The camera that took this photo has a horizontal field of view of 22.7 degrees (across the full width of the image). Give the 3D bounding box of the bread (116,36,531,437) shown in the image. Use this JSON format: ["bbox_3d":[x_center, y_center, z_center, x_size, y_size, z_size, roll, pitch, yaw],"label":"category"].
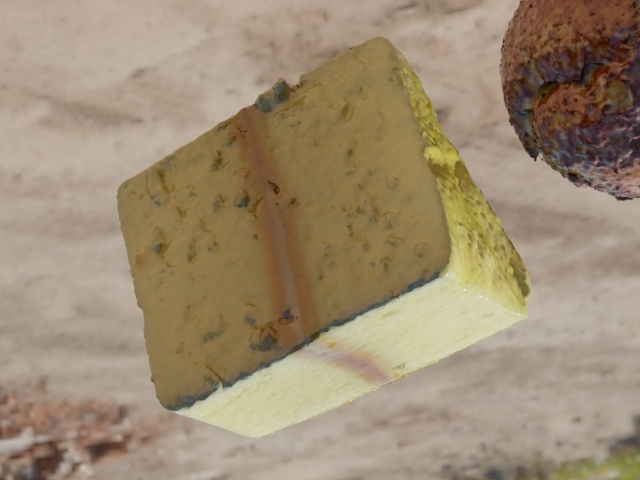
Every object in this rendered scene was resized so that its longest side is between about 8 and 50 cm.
[{"bbox_3d":[0.000,0.000,1.248,0.263,0.236,0.198,-28,153,15],"label":"bread"}]

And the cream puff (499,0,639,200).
[{"bbox_3d":[0.263,-0.147,1.448,0.164,0.240,0.240,-42,-178,-36],"label":"cream puff"}]
